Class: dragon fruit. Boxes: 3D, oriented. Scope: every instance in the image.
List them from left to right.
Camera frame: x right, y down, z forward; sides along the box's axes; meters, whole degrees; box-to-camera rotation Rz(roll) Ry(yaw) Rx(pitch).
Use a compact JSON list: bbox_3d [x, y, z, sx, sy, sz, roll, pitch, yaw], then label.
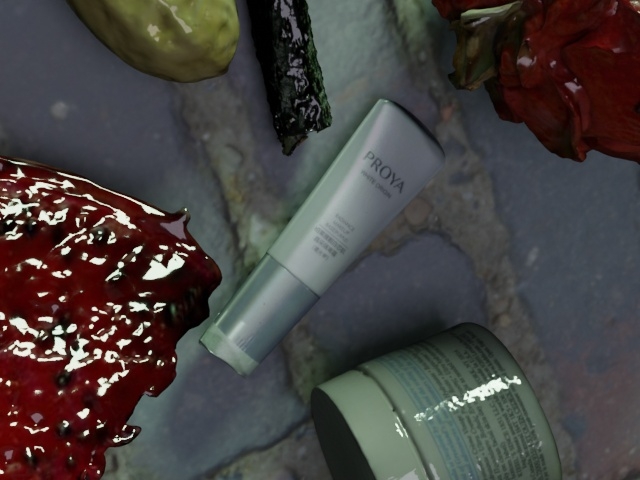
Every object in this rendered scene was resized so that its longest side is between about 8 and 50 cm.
[{"bbox_3d":[-0.284,0.054,1.030,0.329,0.228,0.286,38,59,-7],"label":"dragon fruit"},{"bbox_3d":[0.253,-0.189,1.043,0.342,0.277,0.277,-10,111,-15],"label":"dragon fruit"}]

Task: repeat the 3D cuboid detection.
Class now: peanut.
[{"bbox_3d":[-0.153,-0.216,0.962,0.111,0.125,0.274,-47,116,-3],"label":"peanut"}]

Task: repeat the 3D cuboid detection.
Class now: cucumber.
[{"bbox_3d":[-0.028,-0.155,1.073,0.053,0.053,0.182,-18,110,-14],"label":"cucumber"}]

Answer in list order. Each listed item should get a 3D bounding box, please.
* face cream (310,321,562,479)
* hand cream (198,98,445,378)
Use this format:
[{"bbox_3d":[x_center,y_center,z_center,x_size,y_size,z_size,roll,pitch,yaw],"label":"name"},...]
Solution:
[{"bbox_3d":[0.095,0.173,1.153,0.153,0.177,0.177,-21,113,-14],"label":"face cream"},{"bbox_3d":[0.000,0.000,1.132,0.079,0.048,0.255,40,90,-25],"label":"hand cream"}]
